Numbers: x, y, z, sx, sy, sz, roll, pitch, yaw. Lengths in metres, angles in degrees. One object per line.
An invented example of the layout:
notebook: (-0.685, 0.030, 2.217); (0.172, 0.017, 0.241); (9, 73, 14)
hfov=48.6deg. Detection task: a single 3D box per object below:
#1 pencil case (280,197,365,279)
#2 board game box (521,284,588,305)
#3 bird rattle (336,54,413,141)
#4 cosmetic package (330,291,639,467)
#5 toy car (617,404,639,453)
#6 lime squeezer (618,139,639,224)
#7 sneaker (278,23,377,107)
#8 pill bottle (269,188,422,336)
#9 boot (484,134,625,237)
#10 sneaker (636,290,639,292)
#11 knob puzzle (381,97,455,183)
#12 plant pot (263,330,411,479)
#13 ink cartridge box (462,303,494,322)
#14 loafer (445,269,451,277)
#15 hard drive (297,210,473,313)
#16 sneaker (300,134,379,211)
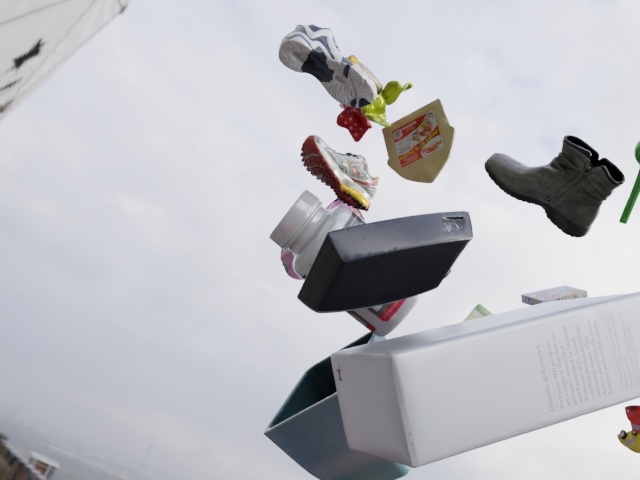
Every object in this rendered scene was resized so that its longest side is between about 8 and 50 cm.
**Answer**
pencil case: (0.000, 0.000, 1.797); (0.124, 0.124, 0.284); (29, -34, -15)
board game box: (0.677, 0.163, 2.052); (0.154, 0.026, 0.103); (-10, 9, -18)
bird rattle: (0.096, -0.358, 1.708); (0.207, 0.143, 0.253); (47, -12, -19)
cosmetic package: (0.272, 0.205, 1.110); (0.453, 0.161, 0.230); (-9, -5, -21)
toy car: (0.823, 0.461, 1.661); (0.225, 0.053, 0.239); (4, -32, 19)
lime squeezer: (0.572, -0.176, 1.185); (0.059, 0.310, 0.110); (21, 4, 34)
sneaker: (0.026, -0.397, 1.553); (0.235, 0.153, 0.094); (23, -47, -10)
pill bottle: (0.055, 0.041, 1.481); (0.318, 0.176, 0.176); (38, -22, -3)
boot: (0.430, -0.133, 1.304); (0.246, 0.083, 0.161); (40, -40, 26)
sneaker: (0.768, 0.249, 1.674); (0.123, 0.295, 0.109); (-14, -51, 43)
knob puzzle: (0.249, -0.225, 1.732); (0.213, 0.213, 0.030); (7, -7, 37)
plant pot: (0.081, 0.392, 1.530); (0.247, 0.248, 0.252); (-36, -83, 34)
ink cartridge box: (0.318, 0.270, 1.458); (0.171, 0.235, 0.056); (40, -22, 14)
loafer: (0.372, 0.040, 2.289); (0.076, 0.078, 0.223); (30, 17, -26)
hard drive: (0.104, 0.036, 1.069); (0.254, 0.054, 0.172); (-9, -36, -30)
sneaker: (0.042, -0.154, 1.486); (0.088, 0.093, 0.225); (16, -17, 45)
